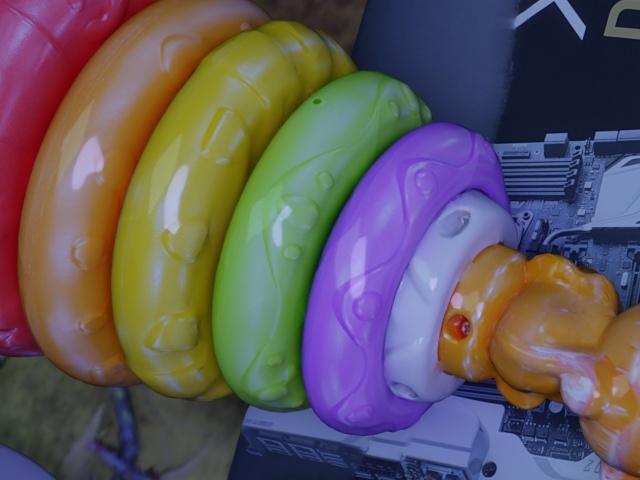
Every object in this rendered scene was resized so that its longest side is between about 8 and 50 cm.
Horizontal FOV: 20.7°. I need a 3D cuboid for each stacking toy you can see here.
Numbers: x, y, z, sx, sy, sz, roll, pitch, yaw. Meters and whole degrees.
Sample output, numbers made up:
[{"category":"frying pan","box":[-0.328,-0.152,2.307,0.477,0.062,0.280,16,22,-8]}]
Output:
[{"category":"stacking toy","box":[0.000,0.000,0.566,0.301,0.165,0.175,22,102,25]}]

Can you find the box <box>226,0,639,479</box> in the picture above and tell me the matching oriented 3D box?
[{"category":"box","box":[0.117,-0.017,0.621,0.242,0.076,0.308,11,80,35]}]

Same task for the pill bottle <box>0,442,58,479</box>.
[{"category":"pill bottle","box":[-0.215,0.211,0.695,0.283,0.160,0.160,-34,59,17]}]
